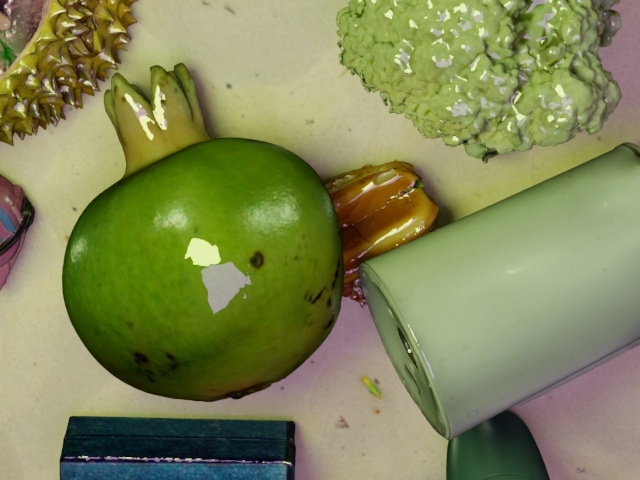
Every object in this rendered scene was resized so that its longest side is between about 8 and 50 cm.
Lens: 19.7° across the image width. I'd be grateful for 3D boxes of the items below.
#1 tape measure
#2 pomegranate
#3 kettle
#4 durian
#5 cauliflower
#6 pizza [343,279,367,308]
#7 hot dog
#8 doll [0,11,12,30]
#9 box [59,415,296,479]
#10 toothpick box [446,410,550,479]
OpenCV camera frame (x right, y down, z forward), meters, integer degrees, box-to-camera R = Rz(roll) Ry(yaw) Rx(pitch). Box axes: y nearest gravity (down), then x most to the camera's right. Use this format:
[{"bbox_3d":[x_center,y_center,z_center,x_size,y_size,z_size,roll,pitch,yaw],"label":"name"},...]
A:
[{"bbox_3d":[-0.375,-0.015,1.982,0.118,0.074,0.125,25,116,-17],"label":"tape measure"},{"bbox_3d":[-0.149,-0.002,1.875,0.310,0.216,0.358,-21,90,39],"label":"pomegranate"},{"bbox_3d":[0.231,0.073,1.925,0.318,0.205,0.265,-27,112,-8],"label":"kettle"},{"bbox_3d":[-0.298,-0.180,1.873,0.154,0.186,0.260,38,121,-10],"label":"durian"},{"bbox_3d":[0.173,-0.212,1.827,0.260,0.281,0.327,-39,69,20],"label":"cauliflower"},{"bbox_3d":[0.059,0.045,2.037,0.100,0.029,0.099,-42,109,16],"label":"pizza"},{"bbox_3d":[0.000,0.000,1.986,0.269,0.072,0.115,-25,92,14],"label":"hot dog"},{"bbox_3d":[-0.391,-0.262,1.842,0.211,0.093,0.262,25,96,19],"label":"doll"},{"bbox_3d":[-0.163,0.346,2.117,0.261,0.116,0.279,2,114,-1],"label":"box"},{"bbox_3d":[0.198,0.274,2.057,0.120,0.184,0.120,-1,119,-2],"label":"toothpick box"}]
